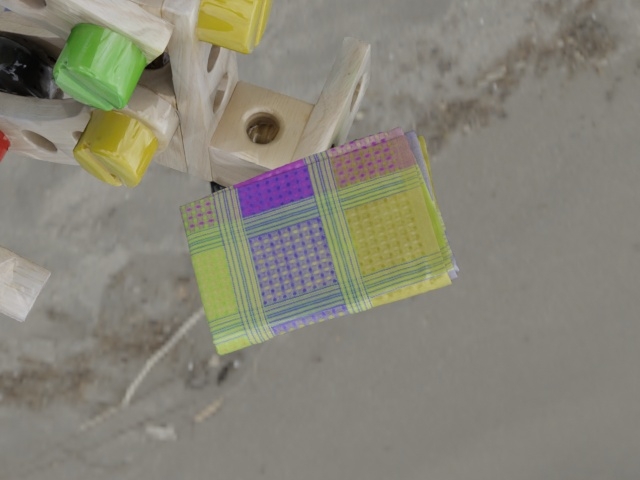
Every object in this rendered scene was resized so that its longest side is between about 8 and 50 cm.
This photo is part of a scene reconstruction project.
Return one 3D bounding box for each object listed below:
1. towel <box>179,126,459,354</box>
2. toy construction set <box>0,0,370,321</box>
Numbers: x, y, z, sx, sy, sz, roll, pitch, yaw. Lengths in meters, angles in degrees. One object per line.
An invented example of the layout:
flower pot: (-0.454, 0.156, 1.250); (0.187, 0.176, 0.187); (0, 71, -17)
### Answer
towel: (0.000, 0.000, 0.525); (0.083, 0.060, 0.009); (-19, 150, 5)
toy construction set: (-0.084, -0.062, 0.742); (0.237, 0.309, 0.257); (26, 134, 4)
